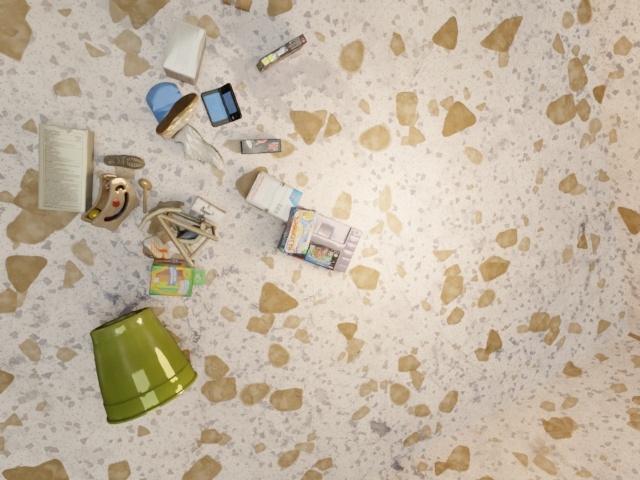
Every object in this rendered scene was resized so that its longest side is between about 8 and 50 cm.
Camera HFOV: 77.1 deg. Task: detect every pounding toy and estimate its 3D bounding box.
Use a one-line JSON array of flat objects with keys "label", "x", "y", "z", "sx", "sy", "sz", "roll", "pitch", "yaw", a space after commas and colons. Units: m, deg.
[{"label": "pounding toy", "x": -0.766, "y": -0.156, "z": 1.530, "sx": 0.269, "sy": 0.155, "sz": 0.154, "roll": -59, "pitch": 150, "yaw": -22}]

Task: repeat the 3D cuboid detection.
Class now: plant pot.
[{"label": "plant pot", "x": -0.742, "y": 0.474, "z": 1.631, "sx": 0.367, "sy": 0.366, "sz": 0.352, "roll": -21, "pitch": 95, "yaw": -11}]

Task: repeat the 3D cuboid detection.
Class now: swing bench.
[{"label": "swing bench", "x": -0.557, "y": -0.053, "z": 1.596, "sx": 0.255, "sy": 0.253, "sz": 0.165, "roll": 43, "pitch": 87, "yaw": -20}]

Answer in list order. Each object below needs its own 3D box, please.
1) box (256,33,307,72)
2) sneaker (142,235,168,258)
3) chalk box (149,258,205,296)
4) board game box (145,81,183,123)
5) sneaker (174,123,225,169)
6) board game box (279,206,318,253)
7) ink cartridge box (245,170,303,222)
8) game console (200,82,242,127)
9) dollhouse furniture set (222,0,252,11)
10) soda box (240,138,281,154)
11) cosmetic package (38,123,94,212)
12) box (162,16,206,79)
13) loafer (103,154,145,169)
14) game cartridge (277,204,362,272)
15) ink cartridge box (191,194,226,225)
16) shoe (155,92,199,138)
[{"label": "box", "x": -0.159, "y": -0.761, "z": 1.636, "sx": 0.207, "sy": 0.114, "sz": 0.036, "roll": -34, "pitch": 109, "yaw": -8}, {"label": "sneaker", "x": -0.676, "y": 0.036, "z": 1.611, "sx": 0.083, "sy": 0.215, "sz": 0.084, "roll": 0, "pitch": 75, "yaw": -5}, {"label": "chalk box", "x": -0.597, "y": 0.155, "z": 1.692, "sx": 0.213, "sy": 0.132, "sz": 0.132, "roll": 5, "pitch": 101, "yaw": -17}, {"label": "board game box", "x": -0.604, "y": -0.537, "z": 1.596, "sx": 0.133, "sy": 0.033, "sz": 0.168, "roll": -27, "pitch": 107, "yaw": -5}, {"label": "sneaker", "x": -0.497, "y": -0.361, "z": 1.646, "sx": 0.115, "sy": 0.090, "sz": 0.232, "roll": -45, "pitch": 101, "yaw": 4}, {"label": "board game box", "x": -0.094, "y": -0.042, "z": 1.752, "sx": 0.136, "sy": 0.035, "sz": 0.201, "roll": 3, "pitch": 109, "yaw": -45}, {"label": "ink cartridge box", "x": -0.199, "y": -0.188, "z": 1.741, "sx": 0.203, "sy": 0.086, "sz": 0.148, "roll": 29, "pitch": 92, "yaw": -6}, {"label": "game console", "x": -0.401, "y": -0.547, "z": 1.629, "sx": 0.085, "sy": 0.124, "sz": 0.143, "roll": -31, "pitch": 111, "yaw": -36}, {"label": "dollhouse furniture set", "x": -0.325, "y": -0.992, "z": 1.532, "sx": 0.144, "sy": 0.123, "sz": 0.151, "roll": 9, "pitch": 99, "yaw": -18}, {"label": "soda box", "x": -0.254, "y": -0.402, "z": 1.716, "sx": 0.169, "sy": 0.053, "sz": 0.060, "roll": -7, "pitch": 103, "yaw": -15}, {"label": "cosmetic package", "x": -0.952, "y": -0.268, "z": 1.509, "sx": 0.161, "sy": 0.113, "sz": 0.309, "roll": 6, "pitch": 99, "yaw": -18}, {"label": "box", "x": -0.508, "y": -0.700, "z": 1.510, "sx": 0.119, "sy": 0.181, "sz": 0.181, "roll": 14, "pitch": 97, "yaw": -18}, {"label": "loafer", "x": -0.774, "y": -0.314, "z": 1.586, "sx": 0.148, "sy": 0.050, "sz": 0.056, "roll": 4, "pitch": 104, "yaw": -33}, {"label": "game cartridge", "x": 0.000, "y": 0.000, "z": 1.877, "sx": 0.355, "sy": 0.068, "sz": 0.230, "roll": 21, "pitch": 91, "yaw": -19}, {"label": "ink cartridge box", "x": -0.470, "y": -0.127, "z": 1.687, "sx": 0.135, "sy": 0.099, "sz": 0.056, "roll": 32, "pitch": 92, "yaw": -19}, {"label": "shoe", "x": -0.553, "y": -0.488, "z": 1.576, "sx": 0.219, "sy": 0.076, "sz": 0.058, "roll": -47, "pitch": 152, "yaw": -1}]
